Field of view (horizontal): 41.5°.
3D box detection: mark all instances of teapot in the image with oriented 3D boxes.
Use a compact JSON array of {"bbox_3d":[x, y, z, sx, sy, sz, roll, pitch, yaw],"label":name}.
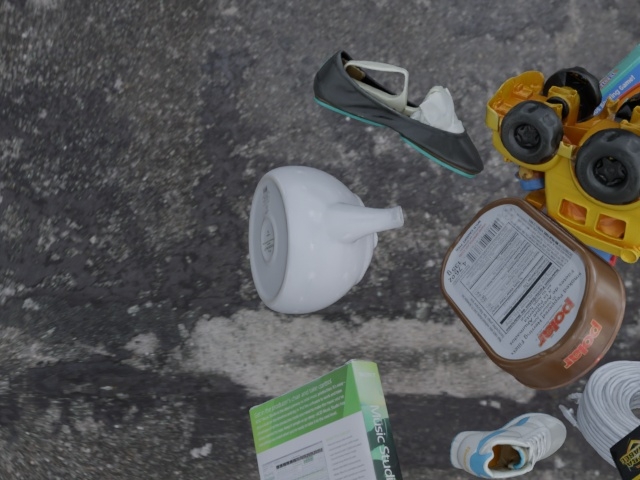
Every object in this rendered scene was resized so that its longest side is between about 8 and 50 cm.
[{"bbox_3d":[0.000,0.000,1.356,0.187,0.256,0.253,-1,122,-23],"label":"teapot"}]

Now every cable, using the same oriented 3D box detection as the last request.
[{"bbox_3d":[0.591,0.316,1.497,0.257,0.257,0.089,-9,123,-15],"label":"cable"}]

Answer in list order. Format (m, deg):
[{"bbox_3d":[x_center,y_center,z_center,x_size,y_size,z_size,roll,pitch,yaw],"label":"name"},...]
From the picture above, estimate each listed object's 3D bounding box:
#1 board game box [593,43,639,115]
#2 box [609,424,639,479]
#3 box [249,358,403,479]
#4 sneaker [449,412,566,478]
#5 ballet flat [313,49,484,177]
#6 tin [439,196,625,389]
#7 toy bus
[{"bbox_3d":[0.414,-0.115,1.062,0.210,0.160,0.047,40,26,-8],"label":"board game box"},{"bbox_3d":[0.634,0.279,1.249,0.257,0.322,0.079,22,35,-26],"label":"box"},{"bbox_3d":[0.015,0.356,1.174,0.058,0.232,0.322,11,58,-44],"label":"box"},{"bbox_3d":[0.332,0.350,1.411,0.228,0.092,0.087,-8,99,-29],"label":"sneaker"},{"bbox_3d":[0.123,-0.189,1.212,0.280,0.096,0.095,26,28,0],"label":"ballet flat"},{"bbox_3d":[0.149,0.034,0.630,0.040,0.190,0.106,28,104,-24],"label":"tin"},{"bbox_3d":[0.294,-0.068,0.954,0.220,0.211,0.149,26,44,26],"label":"toy bus"}]
